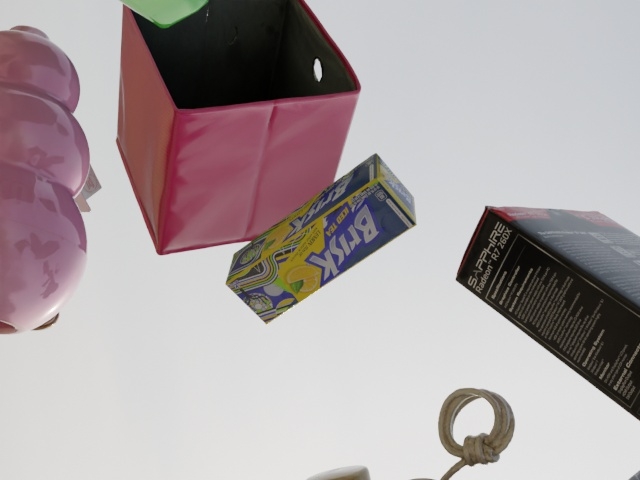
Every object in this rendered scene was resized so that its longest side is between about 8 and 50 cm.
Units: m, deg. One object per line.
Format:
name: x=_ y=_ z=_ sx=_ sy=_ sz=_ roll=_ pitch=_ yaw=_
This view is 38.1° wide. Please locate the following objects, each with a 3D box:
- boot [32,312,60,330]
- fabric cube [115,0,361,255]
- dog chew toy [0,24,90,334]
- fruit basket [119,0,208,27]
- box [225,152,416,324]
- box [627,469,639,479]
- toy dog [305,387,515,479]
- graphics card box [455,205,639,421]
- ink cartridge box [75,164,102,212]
boot: x=-0.462 y=0.048 z=1.336 sx=0.073 sy=0.197 sz=0.152 roll=-62 pitch=-176 yaw=-33
fabric cube: x=-0.127 y=-0.170 z=1.283 sx=0.258 sy=0.259 sz=0.254 roll=105 pitch=-34 yaw=-44
dog chew toy: x=-0.337 y=-0.073 z=0.980 sx=0.207 sy=0.207 sz=0.331 roll=-24 pitch=-125 yaw=57
fruit basket: x=-0.128 y=-0.414 z=0.870 sx=0.392 sy=0.392 sz=0.282 roll=-58 pitch=-137 yaw=43
box: x=0.000 y=0.000 z=0.810 sx=0.169 sy=0.059 sz=0.054 roll=-35 pitch=-158 yaw=20
box: x=0.374 y=0.313 z=0.917 sx=0.147 sy=0.180 sz=0.077 roll=-51 pitch=-177 yaw=26
toy dog: x=0.102 y=0.329 z=1.036 sx=0.334 sy=0.161 sz=0.220 roll=-36 pitch=-101 yaw=25
graphics card box: x=0.335 y=0.094 z=0.876 sx=0.371 sy=0.233 sz=0.094 roll=38 pitch=-65 yaw=37
ink cartridge box: x=-0.352 y=-0.095 z=1.180 sx=0.181 sy=0.061 sz=0.104 roll=5 pitch=-52 yaw=37
